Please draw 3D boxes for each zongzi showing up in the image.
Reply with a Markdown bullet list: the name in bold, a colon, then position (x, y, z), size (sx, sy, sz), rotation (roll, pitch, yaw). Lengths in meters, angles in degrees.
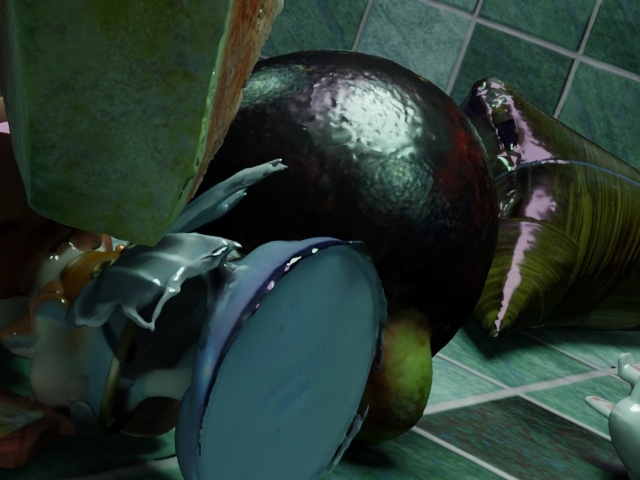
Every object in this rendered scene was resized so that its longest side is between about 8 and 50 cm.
- **zongzi**: position (0.309, 0.054, 1.822), size (0.403, 0.208, 0.432), rotation (28, 28, -19)

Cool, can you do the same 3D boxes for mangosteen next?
- **mangosteen**: position (0.000, 0.000, 1.227), size (0.288, 0.288, 0.288), rotation (19, 11, -4)

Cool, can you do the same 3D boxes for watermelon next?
- **watermelon**: position (-0.088, -0.155, 0.948), size (0.193, 0.310, 0.232), rotation (-3, 3, -15)

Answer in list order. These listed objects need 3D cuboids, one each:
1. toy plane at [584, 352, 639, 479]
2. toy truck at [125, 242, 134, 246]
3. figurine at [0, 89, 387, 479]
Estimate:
- **toy plane**: position (0.338, 0.165, 1.392), size (0.252, 0.118, 0.252), rotation (22, 11, -4)
- **toy truck**: position (-0.145, 0.022, 1.460), size (0.044, 0.039, 0.083), rotation (33, 5, -28)
- **figurine**: position (-0.171, 0.001, 1.042), size (0.388, 0.248, 0.276), rotation (23, 35, 31)
